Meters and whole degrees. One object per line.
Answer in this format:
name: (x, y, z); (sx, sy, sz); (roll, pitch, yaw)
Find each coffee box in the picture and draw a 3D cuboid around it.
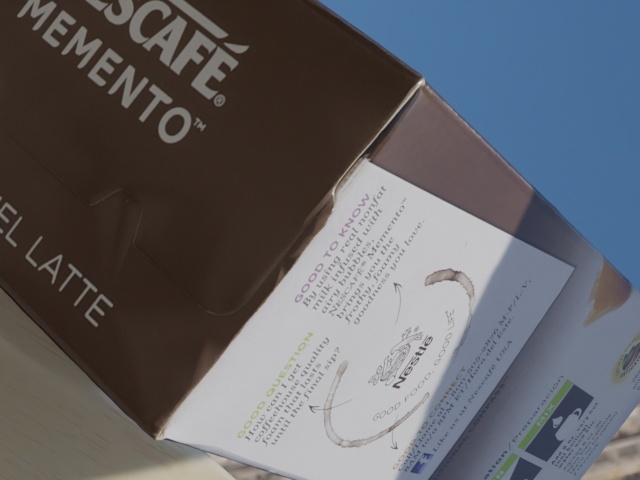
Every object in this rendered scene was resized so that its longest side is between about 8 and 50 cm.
coffee box: (0.000, 0.000, 0.469); (0.141, 0.246, 0.098); (39, -87, 29)

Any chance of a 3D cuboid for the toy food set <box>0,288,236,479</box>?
toy food set: (-0.162, 0.128, 0.619); (0.220, 0.306, 0.092); (-50, -146, -11)
